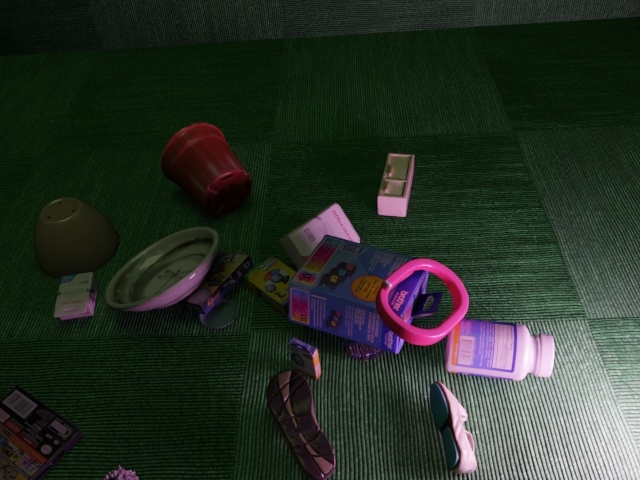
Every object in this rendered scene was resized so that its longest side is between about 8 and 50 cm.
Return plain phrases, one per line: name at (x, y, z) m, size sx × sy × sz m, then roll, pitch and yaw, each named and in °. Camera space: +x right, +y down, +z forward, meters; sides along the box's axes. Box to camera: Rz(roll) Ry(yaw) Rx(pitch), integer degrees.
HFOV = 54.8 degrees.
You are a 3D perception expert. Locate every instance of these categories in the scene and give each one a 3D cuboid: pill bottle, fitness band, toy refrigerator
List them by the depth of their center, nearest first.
fitness band at (0.269, 0.154, 1.612) m, size 0.209 × 0.054 × 0.291 m, roll 43°, pitch 45°, yaw 16°
pill bottle at (0.476, 0.294, 1.662) m, size 0.271 × 0.152 × 0.152 m, roll 5°, pitch 44°, yaw 10°
toy refrigerator at (0.280, -0.212, 2.269) m, size 0.102 × 0.094 × 0.270 m, roll 6°, pitch 45°, yaw 12°

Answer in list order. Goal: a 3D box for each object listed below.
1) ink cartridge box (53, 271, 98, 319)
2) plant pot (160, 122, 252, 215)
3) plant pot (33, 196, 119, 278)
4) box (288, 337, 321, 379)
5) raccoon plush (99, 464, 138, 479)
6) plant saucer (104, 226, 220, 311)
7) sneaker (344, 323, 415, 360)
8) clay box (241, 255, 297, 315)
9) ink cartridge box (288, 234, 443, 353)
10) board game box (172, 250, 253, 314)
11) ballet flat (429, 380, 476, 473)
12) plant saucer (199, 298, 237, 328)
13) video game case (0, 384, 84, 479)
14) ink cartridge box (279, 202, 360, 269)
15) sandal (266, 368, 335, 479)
ink cartridge box at (-0.778, 0.189, 1.970) m, size 0.104 × 0.060 × 0.180 m, roll -8°, pitch 43°, yaw -4°
plant pot at (-0.405, -0.246, 2.274) m, size 0.272 × 0.272 × 0.265 m, roll -28°, pitch 56°, yaw -23°
plant pot at (-0.861, -0.036, 2.128) m, size 0.284 × 0.191 × 0.284 m, roll -3°, pitch 42°, yaw 2°
box at (-0.043, 0.321, 1.697) m, size 0.081 × 0.136 × 0.028 m, roll 21°, pitch 49°, yaw 25°
raccoon plush at (-0.411, 0.719, 1.335) m, size 0.299 × 0.216 × 0.446 m, roll 28°, pitch 81°, yaw 14°
plant saucer at (-0.478, 0.110, 1.944) m, size 0.400 × 0.101 × 0.400 m, roll -21°, pitch 27°, yaw 11°
sneaker at (0.162, 0.276, 1.778) m, size 0.221 × 0.083 × 0.087 m, roll -15°, pitch 36°, yaw -24°
clay box at (-0.145, 0.133, 1.971) m, size 0.222 × 0.053 × 0.127 m, roll 32°, pitch 55°, yaw 33°
ink cartridge box at (0.141, 0.151, 1.758) m, size 0.395 × 0.151 × 0.270 m, roll 16°, pitch 38°, yaw 18°
board game box at (-0.349, 0.129, 1.973) m, size 0.165 × 0.042 × 0.243 m, roll 7°, pitch 42°, yaw 38°
ballet flat at (0.337, 0.469, 1.554) m, size 0.086 × 0.086 × 0.248 m, roll -5°, pitch 44°, yaw 0°
plant saucer at (-0.313, 0.230, 1.907) m, size 0.119 × 0.021 × 0.119 m, roll -2°, pitch 43°, yaw 2°
video game case at (-0.809, 0.536, 1.621) m, size 0.274 × 0.035 × 0.248 m, roll 22°, pitch 49°, yaw 26°
ink cartridge box at (0.000, 0.000, 2.015) m, size 0.218 × 0.159 × 0.092 m, roll -36°, pitch 8°, yaw -27°
sandal at (-0.059, 0.474, 1.582) m, size 0.120 × 0.086 × 0.303 m, roll -14°, pitch 58°, yaw -17°
